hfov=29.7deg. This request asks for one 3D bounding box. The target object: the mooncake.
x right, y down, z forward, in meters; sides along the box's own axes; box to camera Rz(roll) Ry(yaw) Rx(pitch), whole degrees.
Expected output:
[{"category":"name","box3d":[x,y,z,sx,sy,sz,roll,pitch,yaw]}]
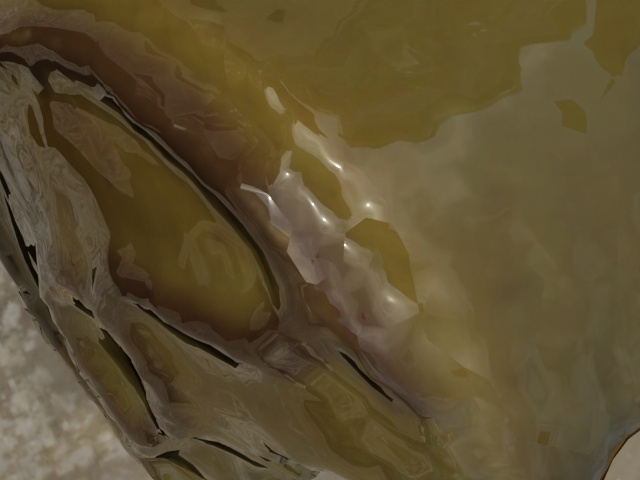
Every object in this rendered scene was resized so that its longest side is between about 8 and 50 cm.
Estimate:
[{"category":"mooncake","box3d":[0.000,0.000,0.616,0.246,0.393,0.394,-43,153,-27]}]
